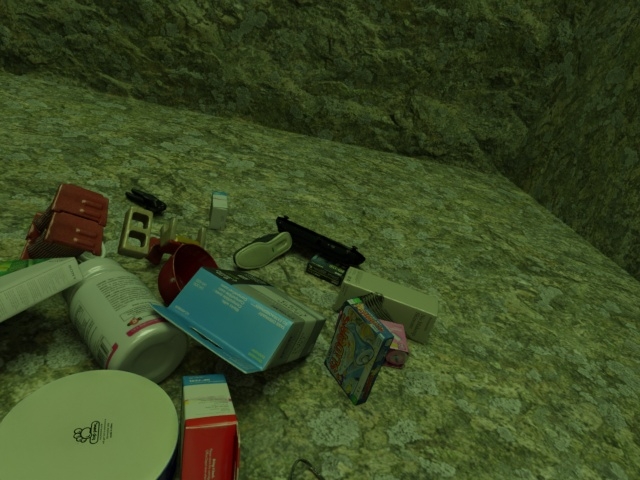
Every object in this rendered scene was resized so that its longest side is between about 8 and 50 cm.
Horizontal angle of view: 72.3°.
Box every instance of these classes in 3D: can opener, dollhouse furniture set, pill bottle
[{"bbox_3d":[-0.594,-0.141,1.493,0.186,0.073,0.059,23,35,33],"label":"can opener"},{"bbox_3d":[-0.505,0.017,1.100,0.374,0.201,0.152,21,56,-39],"label":"dollhouse furniture set"},{"bbox_3d":[-0.418,0.164,0.919,0.160,0.160,0.283,-16,42,-45],"label":"pill bottle"}]

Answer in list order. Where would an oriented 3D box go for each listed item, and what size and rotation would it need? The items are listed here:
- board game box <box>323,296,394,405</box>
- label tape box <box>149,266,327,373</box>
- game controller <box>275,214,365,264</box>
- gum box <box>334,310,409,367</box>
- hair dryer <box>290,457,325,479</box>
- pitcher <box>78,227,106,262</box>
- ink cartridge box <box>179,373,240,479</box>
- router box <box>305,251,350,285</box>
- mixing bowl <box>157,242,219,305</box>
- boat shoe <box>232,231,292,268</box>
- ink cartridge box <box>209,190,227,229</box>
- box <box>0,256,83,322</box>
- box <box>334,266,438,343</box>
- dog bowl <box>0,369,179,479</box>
[{"bbox_3d":[0.080,0.248,0.981,0.035,0.201,0.136,-5,34,-35],"label":"board game box"},{"bbox_3d":[-0.157,0.160,0.959,0.249,0.115,0.348,27,-1,19],"label":"label tape box"},{"bbox_3d":[0.000,0.000,1.478,0.319,0.067,0.166,25,5,20],"label":"game controller"},{"bbox_3d":[0.134,0.258,1.138,0.188,0.062,0.107,13,28,-5],"label":"gum box"},{"bbox_3d":[-0.050,0.460,0.655,0.224,0.080,0.293,2,31,-23],"label":"hair dryer"},{"bbox_3d":[-0.660,-0.028,1.208,0.178,0.125,0.207,28,34,-22],"label":"pitcher"},{"bbox_3d":[-0.181,0.320,0.695,0.078,0.134,0.231,3,5,-19],"label":"ink cartridge box"},{"bbox_3d":[0.025,0.090,1.411,0.122,0.038,0.092,23,29,13],"label":"router box"},{"bbox_3d":[-0.335,0.108,1.091,0.098,0.181,0.181,-24,21,19],"label":"mixing bowl"},{"bbox_3d":[-0.192,0.030,1.385,0.079,0.084,0.233,9,23,36],"label":"boat shoe"},{"bbox_3d":[-0.353,-0.104,1.513,0.052,0.088,0.122,6,30,-19],"label":"ink cartridge box"},{"bbox_3d":[-0.650,0.117,0.799,0.232,0.058,0.322,-3,18,22],"label":"box"},{"bbox_3d":[0.187,0.183,1.253,0.275,0.113,0.094,19,29,8],"label":"box"},{"bbox_3d":[-0.362,0.337,0.692,0.265,0.104,0.265,12,28,-7],"label":"dog bowl"}]
